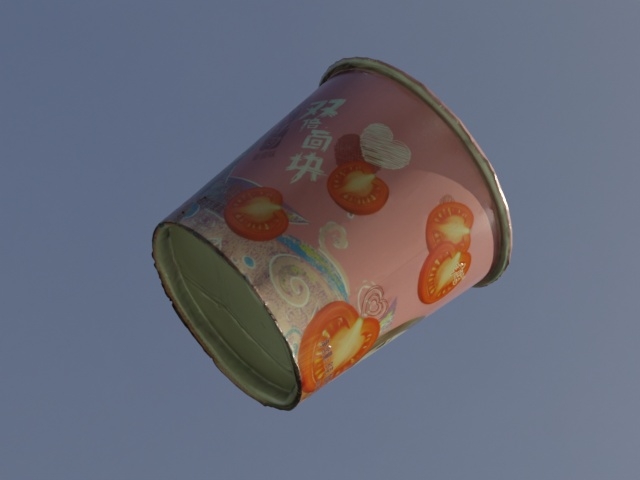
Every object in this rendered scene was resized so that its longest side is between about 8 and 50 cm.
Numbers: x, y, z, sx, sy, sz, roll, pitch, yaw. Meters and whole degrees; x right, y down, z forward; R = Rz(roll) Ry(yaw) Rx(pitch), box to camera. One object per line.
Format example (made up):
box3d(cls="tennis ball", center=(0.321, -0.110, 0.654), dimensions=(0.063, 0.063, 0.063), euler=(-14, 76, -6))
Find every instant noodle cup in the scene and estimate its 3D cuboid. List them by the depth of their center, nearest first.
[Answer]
box3d(cls="instant noodle cup", center=(0.000, 0.000, 1.215), dimensions=(0.243, 0.231, 0.243), euler=(40, -28, 27))
